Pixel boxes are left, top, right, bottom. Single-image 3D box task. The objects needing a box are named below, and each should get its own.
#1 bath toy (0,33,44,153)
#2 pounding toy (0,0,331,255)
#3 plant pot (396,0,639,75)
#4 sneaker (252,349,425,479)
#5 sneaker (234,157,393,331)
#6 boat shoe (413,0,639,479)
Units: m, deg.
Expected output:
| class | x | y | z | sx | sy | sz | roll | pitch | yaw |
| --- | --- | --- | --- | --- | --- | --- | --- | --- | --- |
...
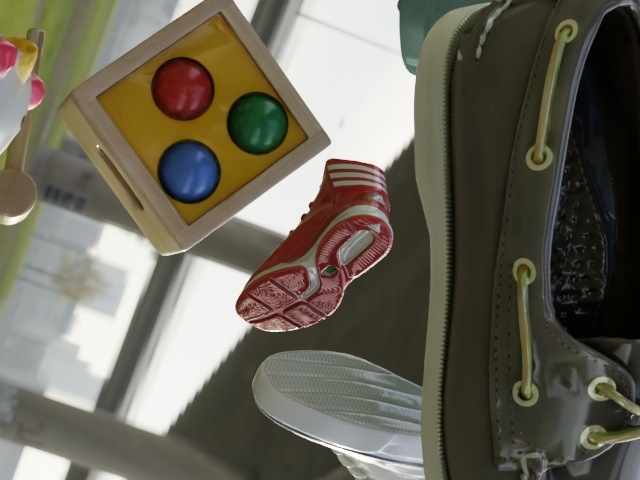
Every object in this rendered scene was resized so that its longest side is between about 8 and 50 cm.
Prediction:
| class | x | y | z | sx | sy | sz | roll | pitch | yaw |
| --- | --- | --- | --- | --- | --- | --- | --- | --- | --- |
| bath toy | -0.206 | -0.180 | 0.625 | 0.151 | 0.129 | 0.348 | -22 | -94 | 40 |
| pounding toy | -0.131 | -0.077 | 0.959 | 0.206 | 0.181 | 0.094 | -37 | -172 | -16 |
| plant pot | 0.176 | -0.213 | 1.196 | 0.293 | 0.196 | 0.293 | 8 | 90 | -77 |
| sneaker | 0.056 | 0.163 | 1.131 | 0.091 | 0.258 | 0.094 | -59 | -157 | 26 |
| sneaker | 0.000 | 0.000 | 1.498 | 0.221 | 0.087 | 0.128 | -34 | -149 | 35 |
| boat shoe | 0.107 | 0.042 | 0.621 | 0.091 | 0.109 | 0.305 | -8 | -93 | 50 |
